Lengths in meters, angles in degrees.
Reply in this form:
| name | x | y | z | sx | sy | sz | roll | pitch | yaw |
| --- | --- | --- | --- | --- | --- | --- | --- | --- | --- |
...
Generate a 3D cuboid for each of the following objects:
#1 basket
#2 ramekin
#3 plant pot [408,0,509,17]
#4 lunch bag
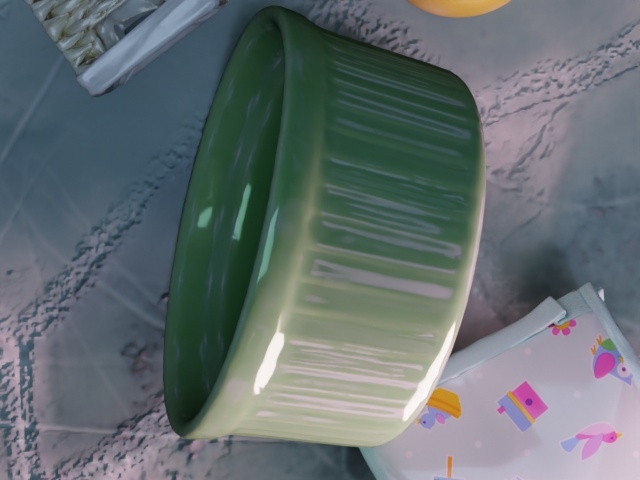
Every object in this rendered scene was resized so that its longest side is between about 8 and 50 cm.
| name | x | y | z | sx | sy | sz | roll | pitch | yaw |
| --- | --- | --- | --- | --- | --- | --- | --- | --- | --- |
| basket | -0.140 | -0.175 | 1.360 | 0.113 | 0.167 | 0.103 | -37 | 97 | 3 |
| ramekin | 0.000 | 0.000 | 1.342 | 0.148 | 0.303 | 0.303 | 12 | 100 | -14 |
| plant pot | 0.108 | -0.226 | 1.402 | 0.134 | 0.095 | 0.134 | -1 | 100 | -4 |
| lunch bag | 0.165 | 0.184 | 1.455 | 0.223 | 0.160 | 0.262 | -28 | 107 | 2 |
